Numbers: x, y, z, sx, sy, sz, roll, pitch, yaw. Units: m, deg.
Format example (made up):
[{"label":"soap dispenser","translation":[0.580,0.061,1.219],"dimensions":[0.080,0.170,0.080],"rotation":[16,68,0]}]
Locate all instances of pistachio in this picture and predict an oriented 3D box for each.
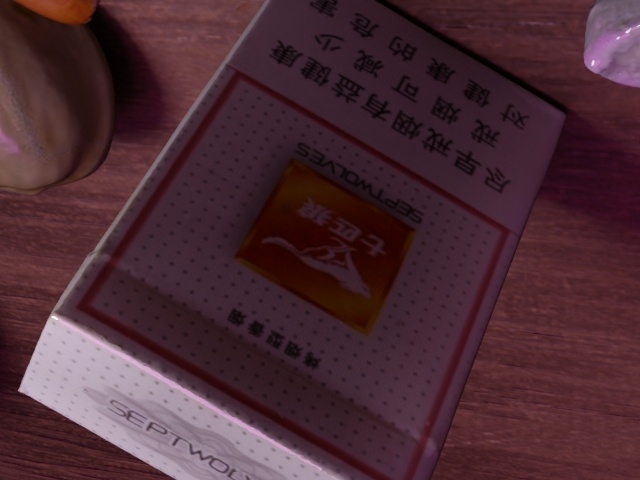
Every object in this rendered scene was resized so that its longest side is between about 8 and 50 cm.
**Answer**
[{"label":"pistachio","translation":[-0.254,-0.127,0.912],"dimensions":[0.238,0.153,0.138],"rotation":[32,179,-2]}]

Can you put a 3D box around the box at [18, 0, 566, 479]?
[{"label":"box","translation":[0.000,-0.001,0.749],"dimensions":[0.210,0.330,0.095],"rotation":[30,139,-3]}]

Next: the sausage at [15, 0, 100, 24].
[{"label":"sausage","translation":[-0.226,-0.216,0.847],"dimensions":[0.197,0.076,0.076],"rotation":[35,138,-6]}]

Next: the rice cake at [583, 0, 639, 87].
[{"label":"rice cake","translation":[0.312,-0.154,0.629],"dimensions":[0.399,0.070,0.064],"rotation":[-15,128,38]}]
